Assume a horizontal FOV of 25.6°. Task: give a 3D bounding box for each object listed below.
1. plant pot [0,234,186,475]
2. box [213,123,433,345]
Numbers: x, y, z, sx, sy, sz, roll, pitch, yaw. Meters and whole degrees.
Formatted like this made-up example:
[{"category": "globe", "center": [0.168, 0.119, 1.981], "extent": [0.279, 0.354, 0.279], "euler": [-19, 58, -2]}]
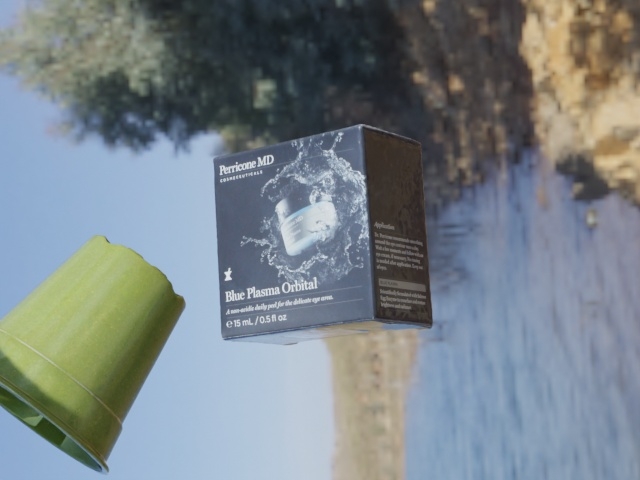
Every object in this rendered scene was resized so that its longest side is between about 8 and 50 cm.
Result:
[{"category": "plant pot", "center": [-0.100, 0.043, 0.595], "extent": [0.079, 0.083, 0.083], "euler": [-54, -17, -19]}, {"category": "box", "center": [0.000, 0.000, 1.160], "extent": [0.093, 0.156, 0.158], "euler": [11, -107, -54]}]
